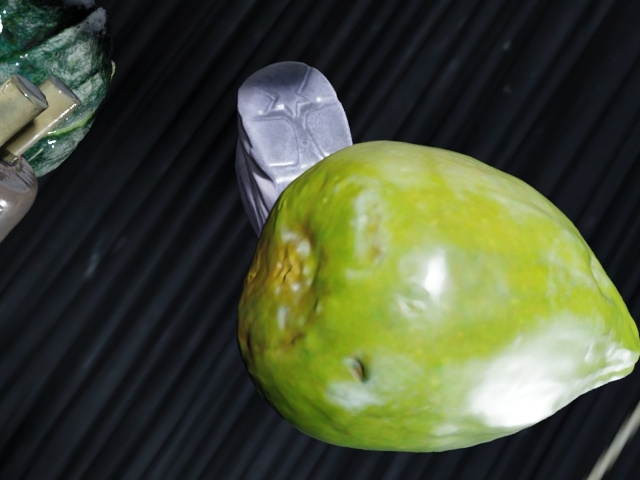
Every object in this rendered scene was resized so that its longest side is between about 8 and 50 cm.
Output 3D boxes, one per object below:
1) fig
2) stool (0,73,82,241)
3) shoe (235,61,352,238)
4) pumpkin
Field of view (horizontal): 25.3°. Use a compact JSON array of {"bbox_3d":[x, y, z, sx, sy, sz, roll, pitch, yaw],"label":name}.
[{"bbox_3d":[0.074,0.037,0.765,0.234,0.167,0.167,11,158,0],"label":"fig"},{"bbox_3d":[-0.210,-0.059,0.685,0.125,0.121,0.217,50,-167,30],"label":"stool"},{"bbox_3d":[0.000,0.000,1.052,0.137,0.095,0.245,101,148,-65],"label":"shoe"},{"bbox_3d":[-0.257,-0.141,1.032,0.221,0.162,0.220,7,119,12],"label":"pumpkin"}]
